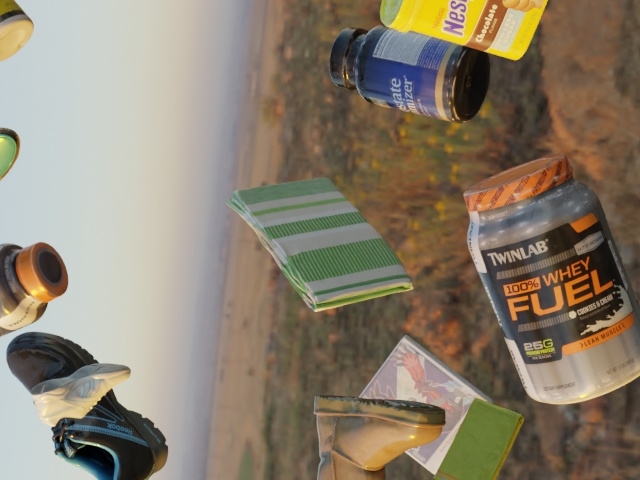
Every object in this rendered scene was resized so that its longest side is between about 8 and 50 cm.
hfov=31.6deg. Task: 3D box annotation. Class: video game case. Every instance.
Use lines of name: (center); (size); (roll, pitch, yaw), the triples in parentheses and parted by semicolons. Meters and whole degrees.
video game case: (0.185, 0.305, 2.090); (0.183, 0.201, 0.023); (-56, -9, 18)

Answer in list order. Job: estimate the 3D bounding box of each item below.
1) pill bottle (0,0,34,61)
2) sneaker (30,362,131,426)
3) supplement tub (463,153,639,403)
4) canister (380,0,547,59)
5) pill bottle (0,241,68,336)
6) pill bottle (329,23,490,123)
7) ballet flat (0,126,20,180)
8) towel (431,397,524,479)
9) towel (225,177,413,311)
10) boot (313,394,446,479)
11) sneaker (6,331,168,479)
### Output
pill bottle: (-0.643, -0.443, 2.106); (0.119, 0.208, 0.119); (-41, -8, -7)
sneaker: (-0.342, 0.219, 1.629); (0.054, 0.152, 0.061); (10, 113, 53)
supplement tub: (0.326, 0.051, 1.577); (0.193, 0.194, 0.316); (-145, 32, -82)
canister: (0.170, -0.286, 1.304); (0.073, 0.170, 0.126); (-115, 41, -60)
pill bottle: (-0.500, 0.084, 1.695); (0.130, 0.246, 0.130); (53, -156, -36)
pill bottle: (0.128, -0.251, 1.661); (0.123, 0.219, 0.122); (-31, -51, -48)
ballet flat: (-0.486, -0.099, 1.593); (0.206, 0.073, 0.067); (-45, 32, 28)
towel: (0.258, 0.388, 1.953); (0.237, 0.102, 0.021); (-59, -32, -20)
towel: (0.000, 0.000, 2.110); (0.325, 0.248, 0.038); (49, 136, 36)
boot: (0.068, 0.328, 1.371); (0.236, 0.089, 0.269); (-8, 79, 60)
sneaker: (-0.413, 0.289, 1.917); (0.125, 0.341, 0.139); (-53, -6, 32)
